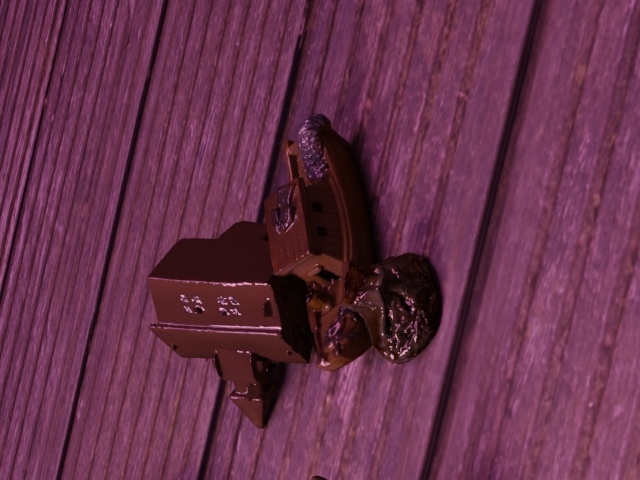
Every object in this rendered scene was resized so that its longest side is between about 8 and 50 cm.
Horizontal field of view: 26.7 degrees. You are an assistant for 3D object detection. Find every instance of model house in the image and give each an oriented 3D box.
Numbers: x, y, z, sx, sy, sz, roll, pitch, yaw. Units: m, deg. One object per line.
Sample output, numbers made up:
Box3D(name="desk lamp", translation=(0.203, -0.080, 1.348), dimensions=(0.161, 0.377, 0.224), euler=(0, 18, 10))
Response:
Box3D(name="model house", translation=(-0.089, 0.119, 1.673), dimensions=(0.181, 0.176, 0.248), euler=(2, 118, 23))

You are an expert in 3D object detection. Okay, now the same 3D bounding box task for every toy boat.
Box3D(name="toy boat", translation=(0.000, 0.000, 1.563), dimensions=(0.089, 0.121, 0.321), euler=(-33, 52, 38))

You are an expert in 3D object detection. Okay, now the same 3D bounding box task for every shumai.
Box3D(name="shumai", translation=(0.069, 0.068, 1.460), dimensions=(0.099, 0.087, 0.123), euler=(-36, 52, 46))

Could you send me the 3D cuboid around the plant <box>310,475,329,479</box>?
Box3D(name="plant", translation=(0.089, 0.405, 1.250), dimensions=(0.333, 0.180, 0.251), euler=(52, 135, 47))
